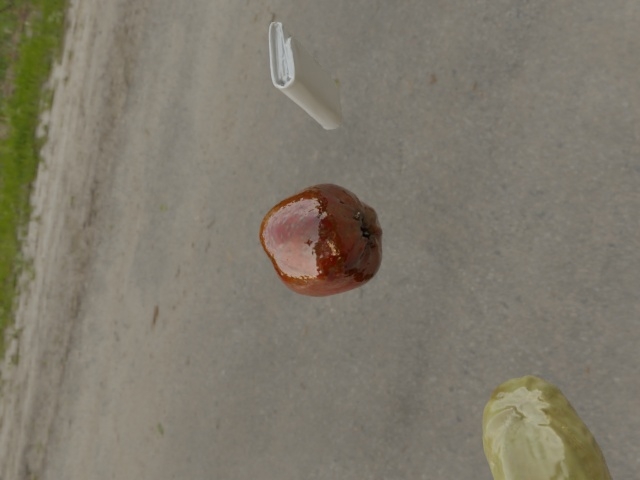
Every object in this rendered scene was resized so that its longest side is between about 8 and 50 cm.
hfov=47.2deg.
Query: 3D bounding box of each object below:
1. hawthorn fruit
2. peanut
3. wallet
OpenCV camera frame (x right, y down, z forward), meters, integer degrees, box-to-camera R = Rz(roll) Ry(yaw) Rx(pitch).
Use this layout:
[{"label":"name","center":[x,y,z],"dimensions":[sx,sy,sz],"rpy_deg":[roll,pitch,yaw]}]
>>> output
[{"label":"hawthorn fruit","center":[0.000,0.000,0.728],"dimensions":[0.128,0.128,0.128],"rpy_deg":[-11,76,52]},{"label":"peanut","center":[0.292,0.316,0.876],"dimensions":[0.147,0.148,0.318],"rpy_deg":[-41,63,42]},{"label":"wallet","center":[-0.012,-0.145,0.660],"dimensions":[0.025,0.122,0.061],"rpy_deg":[-16,75,18]}]
